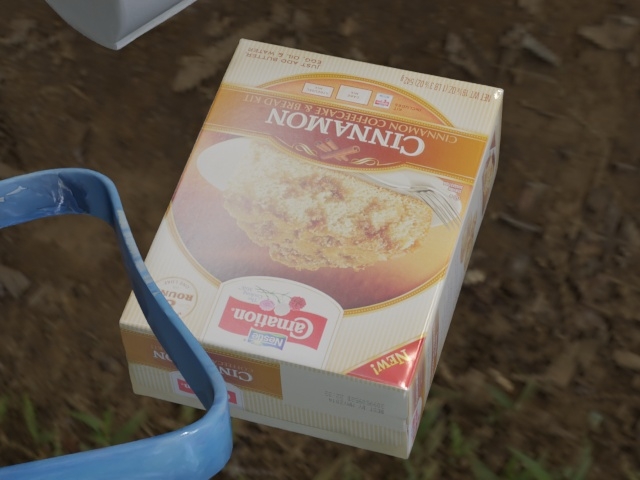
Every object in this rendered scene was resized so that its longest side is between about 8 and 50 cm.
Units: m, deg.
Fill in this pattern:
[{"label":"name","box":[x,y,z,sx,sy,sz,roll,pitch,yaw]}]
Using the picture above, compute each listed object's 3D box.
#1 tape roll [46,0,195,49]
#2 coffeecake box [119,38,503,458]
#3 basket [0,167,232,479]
[{"label":"tape roll","box":[-0.118,-0.261,1.092,0.169,0.246,0.246,-35,112,-16]},{"label":"coffeecake box","box":[0.000,0.000,0.919,0.142,0.068,0.185,12,56,11]},{"label":"basket","box":[-0.199,0.056,0.747,0.289,0.255,0.201,-10,116,-16]}]
